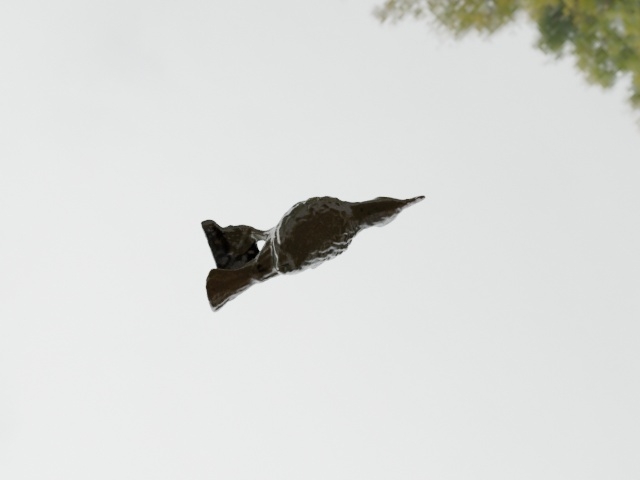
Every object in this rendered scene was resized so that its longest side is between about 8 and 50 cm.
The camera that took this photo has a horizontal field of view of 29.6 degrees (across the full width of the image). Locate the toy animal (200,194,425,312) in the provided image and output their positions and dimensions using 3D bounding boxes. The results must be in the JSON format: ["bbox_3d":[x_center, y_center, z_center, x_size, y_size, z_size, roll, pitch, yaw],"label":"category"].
[{"bbox_3d":[-0.009,0.000,0.933,0.202,0.105,0.070,-19,-73,-19],"label":"toy animal"}]
